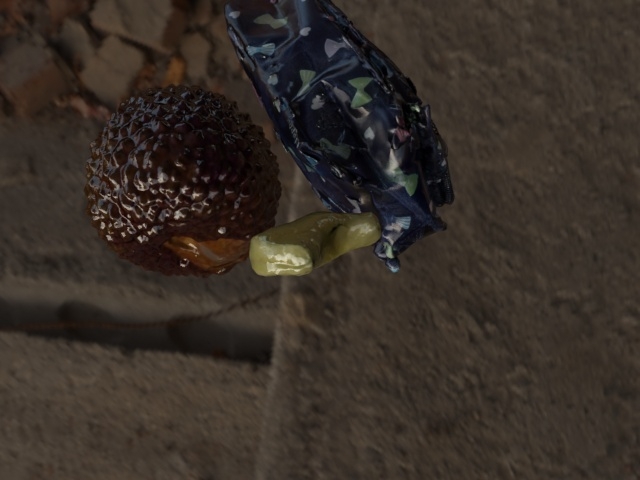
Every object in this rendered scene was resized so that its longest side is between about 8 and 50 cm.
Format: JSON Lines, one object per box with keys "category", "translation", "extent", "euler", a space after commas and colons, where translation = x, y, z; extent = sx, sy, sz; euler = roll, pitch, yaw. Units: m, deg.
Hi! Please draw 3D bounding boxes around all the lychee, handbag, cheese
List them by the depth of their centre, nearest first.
{"category": "cheese", "translation": [0.000, 0.000, 0.748], "extent": [0.044, 0.083, 0.030], "euler": [8, 107, 43]}
{"category": "handbag", "translation": [0.018, -0.101, 1.094], "extent": [0.113, 0.162, 0.260], "euler": [-31, 47, -5]}
{"category": "lychee", "translation": [-0.126, -0.063, 1.253], "extent": [0.188, 0.188, 0.188], "euler": [-7, 62, 13]}
